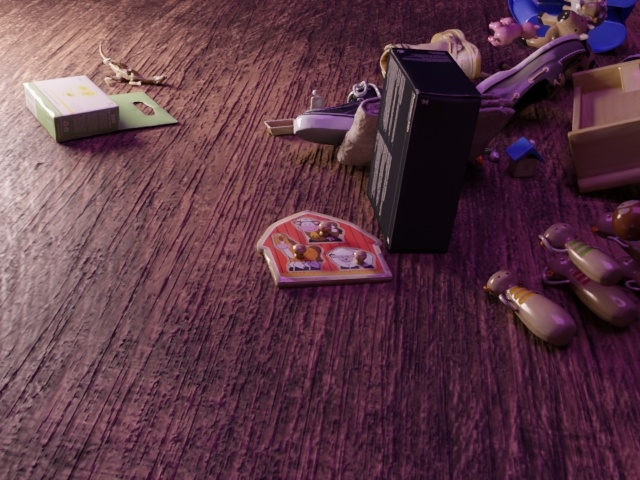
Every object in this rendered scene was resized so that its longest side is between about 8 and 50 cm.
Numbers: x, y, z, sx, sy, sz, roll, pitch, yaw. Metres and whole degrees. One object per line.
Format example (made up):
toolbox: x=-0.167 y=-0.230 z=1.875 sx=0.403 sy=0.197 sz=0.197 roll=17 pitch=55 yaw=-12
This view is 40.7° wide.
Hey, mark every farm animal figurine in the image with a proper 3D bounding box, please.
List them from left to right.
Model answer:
farm animal figurine: x=0.532 y=-0.441 z=1.950 sx=0.172 sy=0.330 sz=0.327 roll=31 pitch=10 yaw=38

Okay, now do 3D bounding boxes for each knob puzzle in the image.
knob puzzle: x=0.000 y=0.000 z=1.287 sx=0.213 sy=0.030 sz=0.213 roll=5 pitch=31 yaw=-3

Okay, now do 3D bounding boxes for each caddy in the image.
caddy: x=0.669 y=-0.636 z=2.271 sx=0.341 sy=0.241 sz=0.179 roll=6 pitch=36 yaw=-2

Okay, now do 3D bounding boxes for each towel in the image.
towel: x=0.181 y=-0.186 z=1.500 sx=0.282 sy=0.187 sz=0.049 roll=-4 pitch=67 yaw=-15

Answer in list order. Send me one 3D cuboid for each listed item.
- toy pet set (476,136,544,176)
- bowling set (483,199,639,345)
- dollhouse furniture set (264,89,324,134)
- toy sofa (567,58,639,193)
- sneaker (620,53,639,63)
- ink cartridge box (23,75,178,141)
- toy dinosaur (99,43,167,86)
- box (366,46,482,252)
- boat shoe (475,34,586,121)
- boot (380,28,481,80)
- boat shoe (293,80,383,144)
toy pet set: x=0.355 y=-0.170 z=1.604 sx=0.122 sy=0.065 sz=0.114 roll=-2 pitch=32 yaw=-14
bowling set: x=0.391 y=0.012 z=1.197 sx=0.287 sy=0.199 sz=0.154 roll=-7 pitch=32 yaw=-28
dollhouse furniture set: x=-0.038 y=-0.232 z=1.610 sx=0.114 sy=0.081 sz=0.091 roll=-9 pitch=35 yaw=-24
toy sofa: x=0.566 y=-0.202 z=1.654 sx=0.150 sy=0.177 sz=0.362 roll=-9 pitch=26 yaw=22
sneaker: x=0.847 y=-0.392 z=2.043 sx=0.272 sy=0.100 sz=0.108 roll=17 pitch=27 yaw=16
ink cartridge box: x=-0.406 y=-0.255 z=1.603 sx=0.235 sy=0.056 sz=0.171 roll=-16 pitch=37 yaw=-30
toy dinosaur: x=-0.407 y=-0.347 z=1.773 sx=0.183 sy=0.053 sz=0.093 roll=26 pitch=20 yaw=16
box: x=0.150 y=-0.137 z=1.319 sx=0.103 sy=0.261 sz=0.184 roll=2 pitch=32 yaw=-9
boat shoe: x=0.438 y=-0.324 z=1.782 sx=0.305 sy=0.109 sz=0.091 roll=-32 pitch=70 yaw=-17
boot: x=0.233 y=-0.418 z=1.966 sx=0.204 sy=0.095 sz=0.262 roll=-5 pitch=27 yaw=-8
boat shoe: x=0.090 y=-0.236 z=1.578 sx=0.306 sy=0.104 sz=0.113 roll=-4 pitch=-5 yaw=-22
